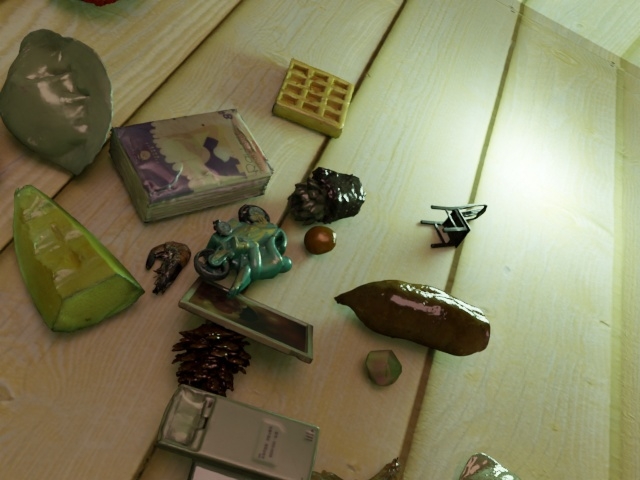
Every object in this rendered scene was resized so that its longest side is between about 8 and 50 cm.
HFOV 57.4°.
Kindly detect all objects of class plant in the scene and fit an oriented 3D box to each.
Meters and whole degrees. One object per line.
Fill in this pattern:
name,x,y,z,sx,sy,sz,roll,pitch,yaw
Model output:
plant,0.014,-0.115,1.532,0.195,0.132,0.129,-8,58,-32

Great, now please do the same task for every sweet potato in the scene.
sweet potato,0.219,0.174,1.400,0.370,0.158,0.157,18,52,-11

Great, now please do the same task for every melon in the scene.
melon,-0.530,0.025,1.215,0.196,0.124,0.323,-25,63,-35

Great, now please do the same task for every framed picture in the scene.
framed picture,-0.149,0.165,1.251,0.290,0.020,0.211,25,9,-5

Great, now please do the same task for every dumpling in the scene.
dumpling,-0.619,-0.336,1.394,0.321,0.212,0.270,37,86,-11
dumpling,0.367,0.564,1.216,0.166,0.126,0.215,-32,80,-8

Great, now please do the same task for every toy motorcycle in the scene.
toy motorcycle,-0.169,0.030,1.373,0.198,0.109,0.296,37,39,5

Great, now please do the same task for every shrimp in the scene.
shrimp,-0.356,0.060,1.323,0.091,0.034,0.161,16,45,4

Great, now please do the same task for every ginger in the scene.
ginger,0.048,0.500,1.116,0.334,0.081,0.148,2,42,-46

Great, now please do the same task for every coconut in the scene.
coconut,0.146,0.291,1.333,0.081,0.082,0.083,-1,39,17

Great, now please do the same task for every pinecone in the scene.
pinecone,-0.219,0.243,1.168,0.174,0.173,0.173,11,53,-15

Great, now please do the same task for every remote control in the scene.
remote control,-0.146,0.356,1.057,0.285,0.038,0.123,18,51,-7

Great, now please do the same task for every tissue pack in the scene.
tissue pack,-0.316,-0.196,1.457,0.344,0.125,0.242,-17,64,-33

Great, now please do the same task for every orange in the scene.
orange,0.000,0.000,1.480,0.085,0.085,0.085,11,53,-15

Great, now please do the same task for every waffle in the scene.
waffle,-0.017,-0.440,1.798,0.221,0.055,0.247,20,51,-8

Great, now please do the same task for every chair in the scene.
chair,0.406,-0.044,1.677,0.213,0.084,0.101,-2,54,-24

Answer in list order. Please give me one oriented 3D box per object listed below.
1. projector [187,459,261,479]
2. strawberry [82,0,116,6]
projector,-0.149,0.457,1.075,0.198,0.108,0.250,19,53,-10
strawberry,-0.677,-0.832,1.694,0.351,0.267,0.312,17,53,21
